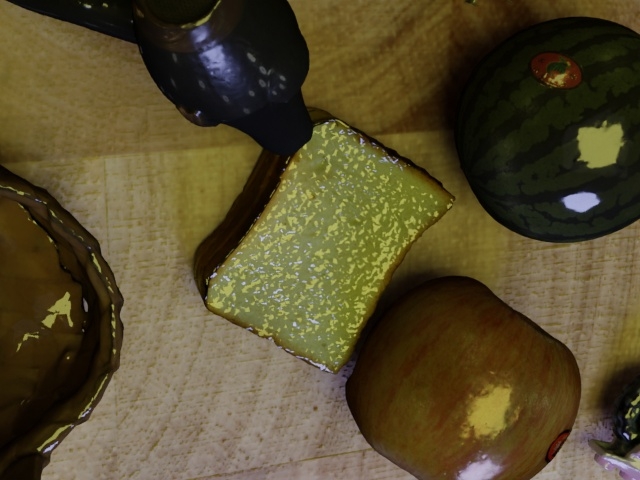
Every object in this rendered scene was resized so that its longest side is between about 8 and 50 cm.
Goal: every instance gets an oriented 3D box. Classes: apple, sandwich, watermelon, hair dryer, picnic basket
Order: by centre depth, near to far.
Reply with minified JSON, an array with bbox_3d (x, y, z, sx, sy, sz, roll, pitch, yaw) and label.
[{"bbox_3d":[-0.304,0.101,0.875,0.337,0.337,0.293,-38,116,-6],"label":"picnic basket"},{"bbox_3d":[-0.168,-0.174,0.916,0.359,0.304,0.120,21,85,12],"label":"hair dryer"},{"bbox_3d":[0.230,-0.100,1.075,0.212,0.212,0.212,-7,110,-19],"label":"watermelon"},{"bbox_3d":[0.000,0.000,1.098,0.186,0.065,0.214,28,96,-26],"label":"sandwich"},{"bbox_3d":[0.136,0.141,1.119,0.211,0.211,0.188,31,94,-27],"label":"apple"}]

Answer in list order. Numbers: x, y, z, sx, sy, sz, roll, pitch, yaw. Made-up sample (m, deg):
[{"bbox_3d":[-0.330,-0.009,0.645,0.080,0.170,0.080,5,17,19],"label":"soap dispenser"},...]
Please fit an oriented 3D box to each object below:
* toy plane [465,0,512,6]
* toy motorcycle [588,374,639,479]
[{"bbox_3d":[0.122,-0.237,1.075,0.121,0.049,0.031,7,106,-41],"label":"toy plane"},{"bbox_3d":[0.436,0.282,1.319,0.327,0.143,0.188,31,95,-19],"label":"toy motorcycle"}]
